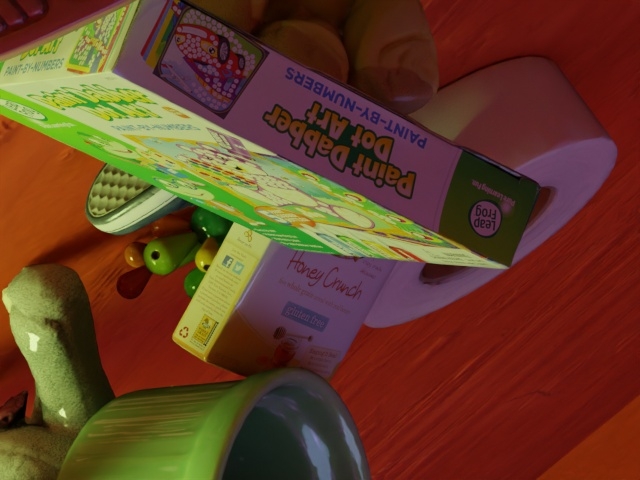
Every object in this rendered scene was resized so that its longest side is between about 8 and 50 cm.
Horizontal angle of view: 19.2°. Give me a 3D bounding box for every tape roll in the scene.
[{"bbox_3d":[0.126,-0.040,1.727,0.286,0.100,0.286,-30,163,-10],"label":"tape roll"}]

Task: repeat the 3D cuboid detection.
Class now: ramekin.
[{"bbox_3d":[-0.081,0.247,1.429,0.148,0.303,0.303,-2,175,25],"label":"ramekin"}]

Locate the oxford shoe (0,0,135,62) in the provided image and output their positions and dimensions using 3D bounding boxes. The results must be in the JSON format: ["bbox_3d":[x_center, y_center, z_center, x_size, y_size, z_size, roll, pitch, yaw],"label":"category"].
[{"bbox_3d":[-0.076,-0.186,0.900,0.397,0.140,0.146,-34,176,-11],"label":"oxford shoe"}]

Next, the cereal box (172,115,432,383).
[{"bbox_3d":[0.000,0.000,1.488,0.173,0.047,0.240,25,95,-55],"label":"cereal box"}]

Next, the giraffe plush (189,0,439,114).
[{"bbox_3d":[-0.026,-0.139,1.161,0.170,0.181,0.210,-39,-161,52],"label":"giraffe plush"}]

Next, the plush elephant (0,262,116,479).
[{"bbox_3d":[-0.283,0.204,1.483,0.255,0.272,0.330,-3,137,25],"label":"plush elephant"}]

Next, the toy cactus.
[{"bbox_3d":[-0.054,-0.010,1.521,0.219,0.112,0.180,5,129,-50],"label":"toy cactus"}]

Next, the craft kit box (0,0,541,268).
[{"bbox_3d":[-0.048,-0.058,1.038,0.250,0.247,0.061,4,-112,62],"label":"craft kit box"}]

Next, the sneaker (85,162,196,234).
[{"bbox_3d":[-0.039,-0.041,1.350,0.226,0.086,0.163,-35,127,5],"label":"sneaker"}]
